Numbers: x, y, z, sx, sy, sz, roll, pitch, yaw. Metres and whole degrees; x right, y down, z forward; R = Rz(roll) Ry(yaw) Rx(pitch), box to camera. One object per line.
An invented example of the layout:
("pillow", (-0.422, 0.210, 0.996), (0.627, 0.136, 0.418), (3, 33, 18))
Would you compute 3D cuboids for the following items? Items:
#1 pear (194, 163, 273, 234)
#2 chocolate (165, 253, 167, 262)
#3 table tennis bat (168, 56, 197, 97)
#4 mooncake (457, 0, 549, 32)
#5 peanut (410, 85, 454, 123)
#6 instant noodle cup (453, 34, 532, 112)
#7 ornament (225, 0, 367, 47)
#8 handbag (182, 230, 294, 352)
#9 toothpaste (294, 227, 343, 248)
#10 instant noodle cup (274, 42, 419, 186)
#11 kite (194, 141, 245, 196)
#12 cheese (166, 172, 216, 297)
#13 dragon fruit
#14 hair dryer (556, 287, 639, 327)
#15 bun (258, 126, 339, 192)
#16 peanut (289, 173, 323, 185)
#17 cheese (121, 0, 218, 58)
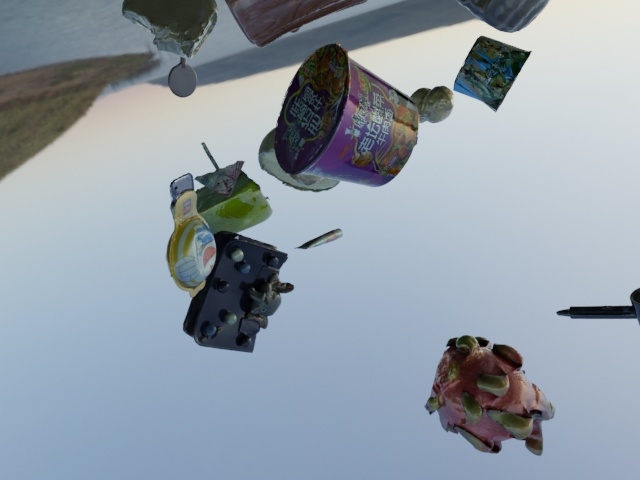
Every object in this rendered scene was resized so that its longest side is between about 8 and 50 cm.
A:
("pear", (-0.314, -0.095, 1.876), (0.282, 0.176, 0.286), (-35, -153, -7))
("chocolate", (-0.426, -0.004, 2.018), (0.134, 0.134, 0.309), (3, -140, 44))
("table tennis bat", (-0.431, -0.553, 1.882), (0.107, 0.170, 0.119), (-12, -154, -40))
("mooncake", (0.481, -0.696, 1.549), (0.161, 0.290, 0.290), (-54, 177, 34))
("peanut", (0.250, -0.307, 1.287), (0.082, 0.082, 0.187), (-20, -164, -10))
("instant noodle cup", (0.577, -0.575, 1.926), (0.178, 0.240, 0.240), (30, -145, 9))
("ornament", (-0.051, -0.454, 0.969), (0.217, 0.235, 0.221), (-23, 155, 11))
("handbag", (-0.224, 0.157, 1.642), (0.269, 0.325, 0.118), (18, -177, -40))
("toothpaste", (0.000, 0.000, 1.880), (0.056, 0.036, 0.205), (-5, -169, 41))
("instant noodle cup", (0.055, -0.219, 1.084), (0.190, 0.251, 0.251), (15, -178, -31))
("kite", (-0.258, -0.182, 1.445), (0.137, 0.152, 0.005), (-20, -163, -8))
("cheese", (-0.283, -0.007, 1.221), (0.069, 0.270, 0.177), (3, -157, 18))
("dragon fruit", (0.371, 0.343, 1.240), (0.243, 0.307, 0.227), (31, -96, 40))
("hair dryer", (0.710, 0.186, 1.385), (0.255, 0.128, 0.070), (-10, -152, 47))
("bun", (-0.067, -0.354, 2.323), (0.364, 0.364, 0.202), (1, -115, 41))
("peanut", (-0.039, -0.231, 1.723), (0.129, 0.129, 0.224), (-14, -175, 7))
("cheese", (-0.326, -0.487, 1.227), (0.202, 0.091, 0.175), (19, -110, 3))
